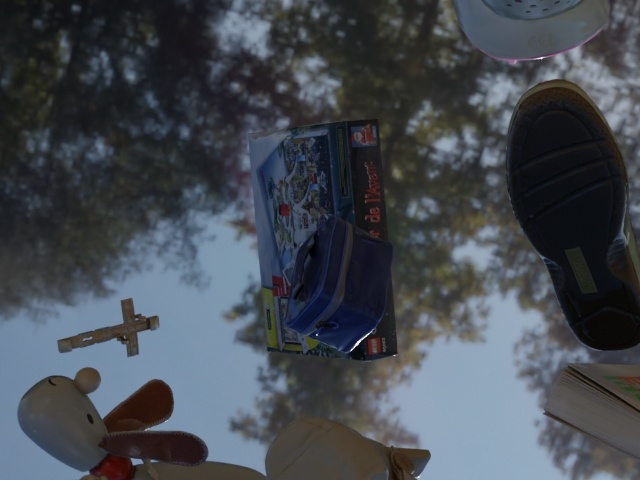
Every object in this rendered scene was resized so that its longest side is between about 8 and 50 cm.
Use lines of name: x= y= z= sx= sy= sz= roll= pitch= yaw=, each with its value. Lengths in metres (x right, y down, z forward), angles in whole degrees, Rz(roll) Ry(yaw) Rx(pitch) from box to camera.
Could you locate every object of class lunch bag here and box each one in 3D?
lunch bag: x=0.009 y=0.034 z=0.915 sx=0.065 sy=0.067 sz=0.098 roll=26 pitch=-135 yaw=-16

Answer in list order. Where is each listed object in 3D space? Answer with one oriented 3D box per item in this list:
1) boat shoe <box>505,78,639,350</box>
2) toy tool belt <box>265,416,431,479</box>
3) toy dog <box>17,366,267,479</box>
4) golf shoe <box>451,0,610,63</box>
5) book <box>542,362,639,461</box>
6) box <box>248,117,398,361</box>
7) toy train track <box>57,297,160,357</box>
boat shoe: x=0.155 y=-0.023 z=0.715 sx=0.068 sy=0.190 sz=0.072 roll=-5 pitch=-142 yaw=21
toy tool belt: x=-0.001 y=0.095 z=0.377 sx=0.052 sy=0.083 sz=0.051 roll=46 pitch=-168 yaw=35
toy dog: x=-0.132 y=0.230 z=1.233 sx=0.334 sy=0.161 sz=0.220 roll=41 pitch=178 yaw=-38
golf shoe: x=0.095 y=-0.257 z=0.767 sx=0.115 sy=0.140 sz=0.306 roll=-24 pitch=-124 yaw=-4
book: x=0.213 y=0.113 z=0.750 sx=0.096 sy=0.035 sz=0.144 roll=30 pitch=-168 yaw=31
box: x=0.000 y=0.000 z=1.203 sx=0.044 sy=0.233 sz=0.159 roll=-8 pitch=-175 yaw=-40
toy train track: x=-0.163 y=0.074 z=0.932 sx=0.083 sy=0.048 sz=0.014 roll=-13 pitch=-163 yaw=-28
